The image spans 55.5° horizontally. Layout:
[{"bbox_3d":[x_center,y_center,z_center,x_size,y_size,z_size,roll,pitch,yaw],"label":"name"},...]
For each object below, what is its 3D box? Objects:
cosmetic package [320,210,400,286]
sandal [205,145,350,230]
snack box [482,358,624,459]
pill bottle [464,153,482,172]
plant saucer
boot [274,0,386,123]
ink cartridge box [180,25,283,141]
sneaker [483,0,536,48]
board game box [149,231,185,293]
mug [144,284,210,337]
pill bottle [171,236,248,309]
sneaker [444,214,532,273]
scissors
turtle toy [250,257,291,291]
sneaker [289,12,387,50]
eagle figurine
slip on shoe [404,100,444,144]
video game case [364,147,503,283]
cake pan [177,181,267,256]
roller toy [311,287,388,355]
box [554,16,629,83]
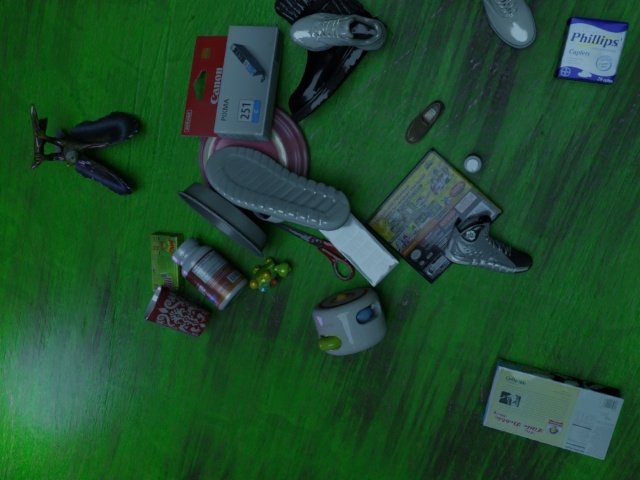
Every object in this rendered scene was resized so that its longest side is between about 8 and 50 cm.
[{"bbox_3d":[0.100,0.006,1.665,0.099,0.060,0.239,-44,86,10],"label":"cosmetic package"},{"bbox_3d":[-0.123,-0.114,1.597,0.416,0.169,0.102,26,151,15],"label":"sandal"},{"bbox_3d":[0.618,0.451,1.637,0.321,0.060,0.187,14,106,13],"label":"snack box"},{"bbox_3d":[0.385,-0.194,1.533,0.043,0.083,0.043,4,104,15],"label":"pill bottle"},{"bbox_3d":[-0.197,-0.222,1.697,0.332,0.084,0.332,4,105,15],"label":"plant saucer"},{"bbox_3d":[-0.031,-0.502,1.549,0.260,0.131,0.348,40,100,-4],"label":"boot"},{"bbox_3d":[-0.246,-0.419,1.619,0.261,0.066,0.296,5,83,14],"label":"ink cartridge box"},{"bbox_3d":[0.422,-0.568,1.425,0.094,0.091,0.258,-30,93,21],"label":"sneaker"},{"bbox_3d":[-0.469,0.068,1.868,0.092,0.043,0.181,5,105,15],"label":"board game box"},{"bbox_3d":[-0.430,0.210,1.850,0.169,0.150,0.113,27,111,-19],"label":"mug"},{"bbox_3d":[-0.329,0.094,1.793,0.216,0.121,0.121,41,111,4],"label":"pill bottle"},{"bbox_3d":[0.438,0.004,1.540,0.228,0.086,0.132,7,115,-2],"label":"sneaker"},{"bbox_3d":[0.000,0.000,1.731,0.297,0.021,0.109,39,111,6],"label":"scissors"},{"bbox_3d":[-0.145,0.100,1.764,0.130,0.095,0.066,-34,114,22],"label":"turtle toy"},{"bbox_3d":[0.041,-0.495,1.420,0.232,0.115,0.090,-1,100,4],"label":"sneaker"},{"bbox_3d":[-0.694,-0.261,1.802,0.298,0.225,0.226,3,151,-14],"label":"eagle figurine"},{"bbox_3d":[0.266,-0.302,1.563,0.051,0.041,0.135,45,111,2],"label":"slip on shoe"},{"bbox_3d":[0.296,-0.062,1.618,0.248,0.035,0.275,42,112,3],"label":"video game case"},{"bbox_3d":[-0.260,-0.061,1.669,0.293,0.293,0.054,36,80,5],"label":"cake pan"},{"bbox_3d":[0.079,0.213,1.668,0.191,0.209,0.146,-18,97,6],"label":"roller toy"},{"bbox_3d":[0.625,-0.439,1.409,0.126,0.072,0.137,11,106,13],"label":"box"}]
